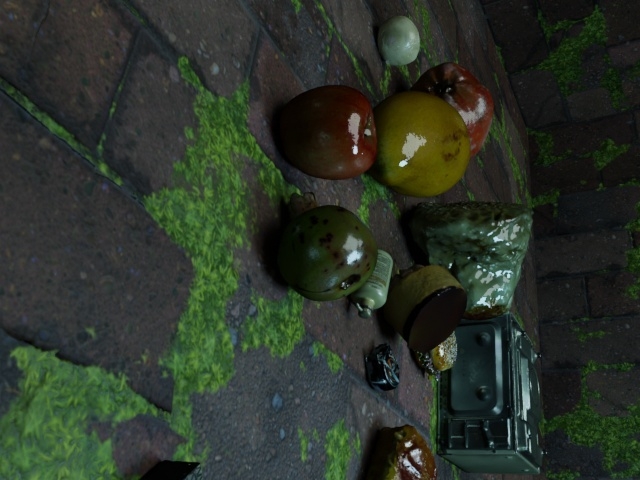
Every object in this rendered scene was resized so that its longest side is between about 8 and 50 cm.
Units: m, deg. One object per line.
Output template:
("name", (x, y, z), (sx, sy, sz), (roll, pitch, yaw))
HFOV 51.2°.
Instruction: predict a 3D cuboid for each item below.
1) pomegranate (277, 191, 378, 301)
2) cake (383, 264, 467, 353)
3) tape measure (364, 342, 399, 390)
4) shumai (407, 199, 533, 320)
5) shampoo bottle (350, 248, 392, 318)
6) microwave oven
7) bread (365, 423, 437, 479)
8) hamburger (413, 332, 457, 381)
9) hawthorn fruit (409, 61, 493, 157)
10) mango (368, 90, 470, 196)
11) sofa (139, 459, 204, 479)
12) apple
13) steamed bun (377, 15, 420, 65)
("pomegranate", (0.006, 0.013, 1.191), (0.210, 0.179, 0.179), (-116, 180, -61))
("cake", (0.225, 0.140, 1.588), (0.207, 0.178, 0.185), (-37, 138, -19))
("tape measure", (0.138, 0.283, 1.466), (0.091, 0.054, 0.094), (-22, 95, -61))
("shumai", (0.412, 0.052, 1.824), (0.397, 0.324, 0.324), (-17, 105, -65))
("shampoo bottle", (0.108, 0.098, 1.438), (0.079, 0.079, 0.162), (57, 35, -39))
("microwave oven", (0.498, 0.443, 1.912), (0.333, 0.247, 0.395), (45, 43, -51))
("bread", (0.142, 0.553, 1.331), (0.185, 0.109, 0.380), (65, 32, -29))
("hamburger", (0.303, 0.267, 1.754), (0.164, 0.093, 0.190), (51, 37, -43))
("hawthorn fruit", (0.355, -0.352, 1.896), (0.284, 0.284, 0.285), (30, 55, -57))
("mango", (0.225, -0.232, 1.633), (0.378, 0.221, 0.264), (-16, 100, -54))
("sofa", (-0.195, 0.309, 0.794), (0.118, 0.060, 0.039), (-30, 114, -63))
("apple", (0.020, -0.201, 1.264), (0.181, 0.168, 0.181), (-10, 90, -68))
("steamed bun", (0.211, -0.545, 1.815), (0.091, 0.112, 0.130), (-23, 109, -64))
